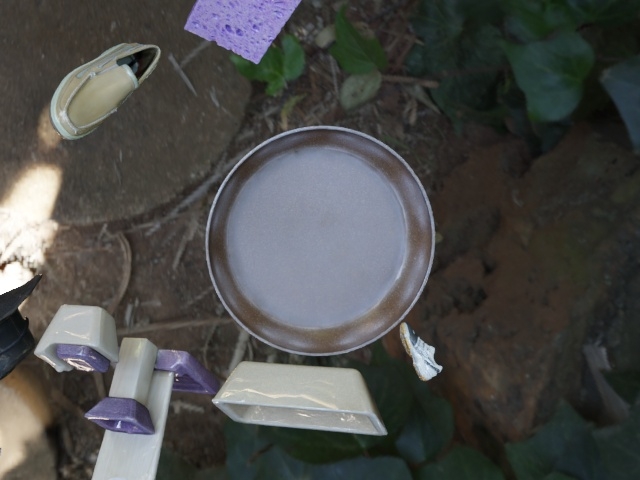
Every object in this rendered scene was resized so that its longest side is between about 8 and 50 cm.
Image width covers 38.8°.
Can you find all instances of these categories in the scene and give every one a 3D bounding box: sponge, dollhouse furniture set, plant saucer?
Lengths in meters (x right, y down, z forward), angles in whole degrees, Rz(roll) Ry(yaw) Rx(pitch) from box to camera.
[{"bbox_3d":[-0.094,-0.322,1.204,0.117,0.031,0.210,25,151,-15],"label":"sponge"},{"bbox_3d":[-0.039,0.079,0.334,0.114,0.081,0.091,2,154,16],"label":"dollhouse furniture set"},{"bbox_3d":[0.000,0.000,1.231,0.310,0.050,0.311,-1,99,-8],"label":"plant saucer"}]

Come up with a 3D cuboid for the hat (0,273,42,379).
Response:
[{"bbox_3d":[-0.603,0.198,1.608,0.331,0.331,0.134,-31,106,1],"label":"hat"}]

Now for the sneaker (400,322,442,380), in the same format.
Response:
[{"bbox_3d":[0.136,0.146,1.230,0.037,0.032,0.083,-24,84,-7],"label":"sneaker"}]

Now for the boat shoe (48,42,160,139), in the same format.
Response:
[{"bbox_3d":[-0.251,-0.189,1.084,0.072,0.190,0.068,-9,126,29],"label":"boat shoe"}]
